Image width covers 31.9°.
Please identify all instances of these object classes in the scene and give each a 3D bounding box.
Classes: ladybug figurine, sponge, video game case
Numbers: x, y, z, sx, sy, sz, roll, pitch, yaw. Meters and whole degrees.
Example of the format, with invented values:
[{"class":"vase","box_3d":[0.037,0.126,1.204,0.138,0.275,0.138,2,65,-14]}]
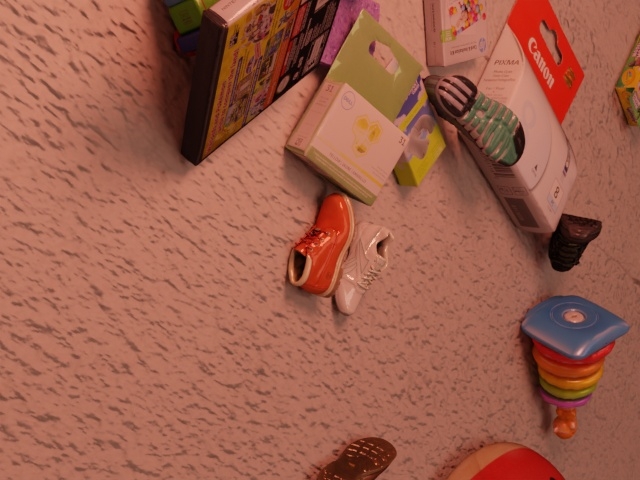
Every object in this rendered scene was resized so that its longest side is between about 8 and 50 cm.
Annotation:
[{"class":"ladybug figurine","box_3d":[0.347,0.533,2.061,0.449,0.161,0.305,1,95,-52]},{"class":"sponge","box_3d":[0.010,-0.309,1.606,0.210,0.031,0.117,9,89,-52]},{"class":"video game case","box_3d":[-0.064,-0.242,1.363,0.248,0.035,0.275,-44,168,-29]}]

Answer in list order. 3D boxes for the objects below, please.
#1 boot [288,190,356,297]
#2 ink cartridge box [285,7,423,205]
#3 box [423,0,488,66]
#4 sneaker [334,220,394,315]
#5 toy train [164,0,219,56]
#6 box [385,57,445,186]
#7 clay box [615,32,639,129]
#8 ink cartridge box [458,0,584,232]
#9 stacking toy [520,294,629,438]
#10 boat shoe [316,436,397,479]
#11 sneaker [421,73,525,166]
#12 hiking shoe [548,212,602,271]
[{"class":"boot","box_3d":[0.000,0.000,1.622,0.084,0.059,0.158,17,83,-47]},{"class":"ink cartridge box","box_3d":[0.068,-0.191,1.633,0.171,0.056,0.235,35,83,-44]},{"class":"box","box_3d":[0.224,-0.391,1.862,0.145,0.038,0.186,-22,114,-48]},{"class":"sneaker","box_3d":[0.066,0.043,1.709,0.053,0.061,0.152,33,71,-51]},{"class":"toy train","box_3d":[-0.103,-0.342,1.412,0.248,0.105,0.143,-40,112,-42]},{"class":"box","box_3d":[0.136,-0.187,1.777,0.109,0.042,0.178,-54,134,-33]},{"class":"clay box","box_3d":[0.717,-0.354,2.484,0.222,0.053,0.127,-60,137,-25]},{"class":"ink cartridge box","box_3d":[0.414,-0.256,2.083,0.308,0.091,0.385,49,59,-43]},{"class":"stacking toy","box_3d":[0.498,0.274,2.244,0.175,0.165,0.302,-24,126,-31]},{"class":"boat shoe","box_3d":[0.050,0.363,1.746,0.178,0.064,0.060,-24,145,-46]},{"class":"sneaker","box_3d":[0.250,-0.207,1.846,0.223,0.098,0.083,40,83,-35]},{"class":"hiking shoe","box_3d":[0.490,0.009,2.171,0.227,0.086,0.114,-13,114,-81]}]
